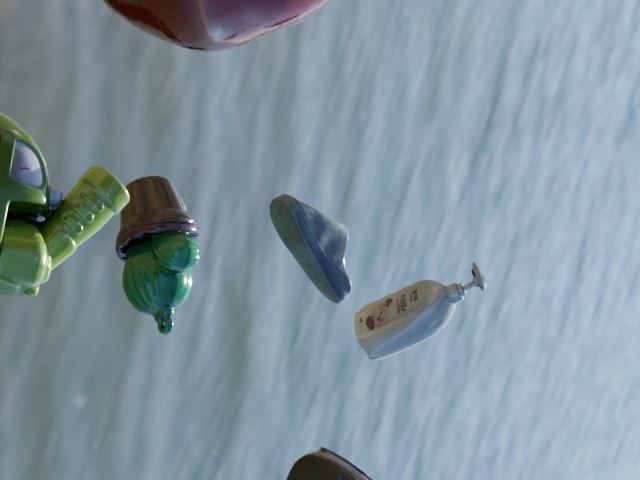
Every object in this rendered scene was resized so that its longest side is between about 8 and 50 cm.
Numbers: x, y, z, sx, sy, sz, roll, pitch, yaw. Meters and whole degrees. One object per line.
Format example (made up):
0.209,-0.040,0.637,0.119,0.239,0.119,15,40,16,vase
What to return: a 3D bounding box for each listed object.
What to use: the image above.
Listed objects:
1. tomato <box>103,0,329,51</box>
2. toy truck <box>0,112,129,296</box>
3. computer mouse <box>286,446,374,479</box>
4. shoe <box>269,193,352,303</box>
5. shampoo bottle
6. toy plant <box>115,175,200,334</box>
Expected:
-0.080,-0.313,1.376,0.298,0.298,0.226,-59,137,-28,tomato
-0.323,-0.023,1.652,0.187,0.210,0.148,-66,-169,-22,toy truck
0.014,0.326,1.865,0.056,0.126,0.245,-48,162,-30,computer mouse
0.000,0.000,2.296,0.078,0.079,0.195,-40,120,-22,shoe
0.111,0.075,1.742,0.045,0.152,0.077,55,20,-31,shampoo bottle
-0.203,0.018,2.071,0.105,0.200,0.143,-2,158,-38,toy plant
